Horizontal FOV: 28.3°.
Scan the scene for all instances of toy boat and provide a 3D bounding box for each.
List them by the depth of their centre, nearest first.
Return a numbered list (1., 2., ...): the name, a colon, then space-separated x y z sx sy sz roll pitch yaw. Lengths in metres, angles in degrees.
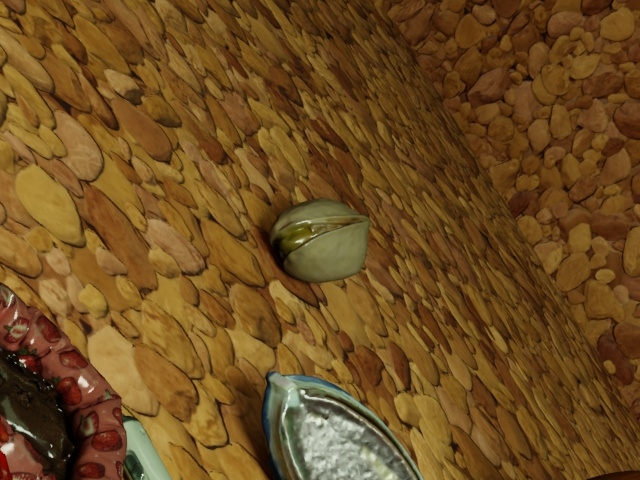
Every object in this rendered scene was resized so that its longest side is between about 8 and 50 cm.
1. toy boat: 0.024 0.224 1.187 0.262 0.114 0.115 52 -16 -8

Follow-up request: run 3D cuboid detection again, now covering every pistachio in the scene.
1. pistachio: 0.000 0.000 1.533 0.113 0.113 0.149 57 22 11

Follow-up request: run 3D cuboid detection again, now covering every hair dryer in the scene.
1. hair dryer: -0.131 0.180 0.951 0.197 0.057 0.100 53 14 28

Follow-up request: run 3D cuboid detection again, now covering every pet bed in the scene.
1. pet bed: -0.206 0.111 0.863 0.201 0.053 0.201 48 12 -14

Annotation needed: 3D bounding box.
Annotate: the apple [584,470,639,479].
1. apple: 0.334 0.396 1.293 0.339 0.339 0.339 47 18 -21

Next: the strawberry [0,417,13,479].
1. strawberry: -0.225 0.119 0.586 0.205 0.205 0.244 64 5 30
